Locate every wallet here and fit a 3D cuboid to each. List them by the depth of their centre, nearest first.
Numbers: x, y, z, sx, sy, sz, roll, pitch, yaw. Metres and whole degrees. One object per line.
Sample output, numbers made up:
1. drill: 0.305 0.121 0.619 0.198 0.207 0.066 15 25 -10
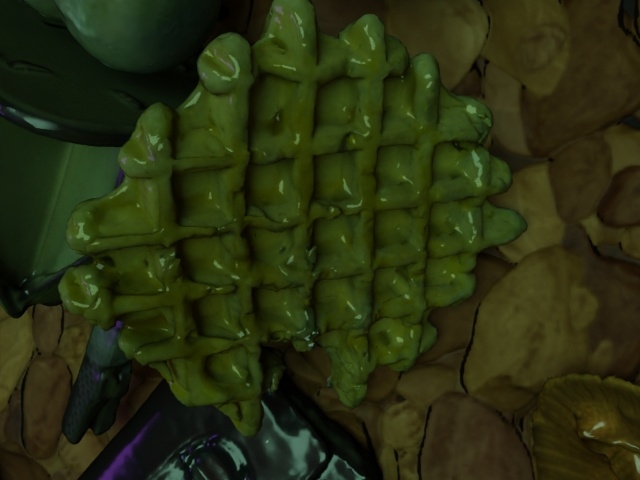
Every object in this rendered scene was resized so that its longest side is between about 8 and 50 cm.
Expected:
1. wallet: -0.084 0.195 0.548 0.182 0.049 0.229 42 99 16

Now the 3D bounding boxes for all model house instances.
1. model house: -0.189 -0.008 0.527 0.218 0.205 0.278 39 118 31

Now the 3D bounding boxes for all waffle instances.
1. waffle: -0.001 -0.001 0.446 0.250 0.261 0.056 -47 34 2

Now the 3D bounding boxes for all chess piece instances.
1. chess piece: -0.155 -0.193 0.460 0.243 0.133 0.133 44 101 25

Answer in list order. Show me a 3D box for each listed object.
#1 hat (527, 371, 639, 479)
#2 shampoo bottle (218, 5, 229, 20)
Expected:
1. hat: 0.169 0.247 0.437 0.244 0.234 0.233 38 126 25
2. shampoo bottle: -0.087 -0.294 0.531 0.101 0.101 0.283 -2 88 17
